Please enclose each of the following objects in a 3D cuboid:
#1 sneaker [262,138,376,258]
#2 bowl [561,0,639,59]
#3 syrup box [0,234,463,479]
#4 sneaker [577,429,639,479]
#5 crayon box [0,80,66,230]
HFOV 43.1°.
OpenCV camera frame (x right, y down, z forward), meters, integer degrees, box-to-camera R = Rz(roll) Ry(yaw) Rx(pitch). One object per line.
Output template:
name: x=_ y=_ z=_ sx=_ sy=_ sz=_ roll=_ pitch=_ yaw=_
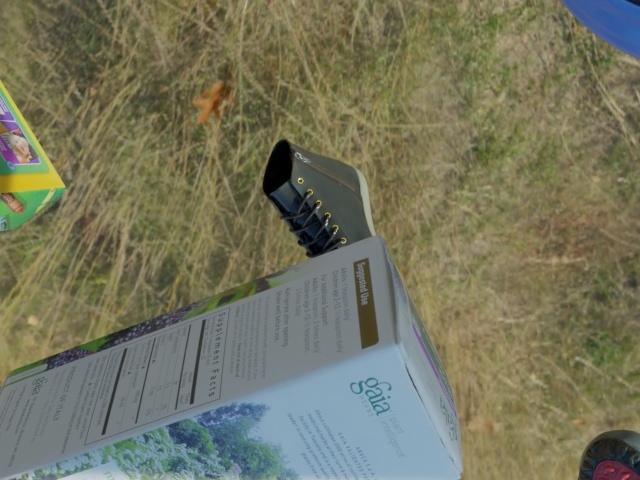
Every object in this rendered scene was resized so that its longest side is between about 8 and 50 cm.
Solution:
sneaker: x=0.000 y=0.000 z=0.851 sx=0.118 sy=0.222 sz=0.083 roll=21 pitch=133 yaw=-40
bowl: x=0.406 y=-0.356 z=0.782 sx=0.391 sy=0.391 sz=0.077 roll=-14 pitch=161 yaw=19
syrup box: x=-0.054 y=0.095 z=0.428 sx=0.237 sy=0.096 sz=0.093 roll=-21 pitch=120 yaw=11
sneaker: x=0.298 y=0.229 z=0.663 sx=0.104 sy=0.125 sz=0.262 roll=-33 pitch=111 yaw=34
crayon box: x=-0.378 y=-0.139 z=0.760 sx=0.081 sy=0.165 sz=0.278 roll=-32 pitch=89 yaw=14
